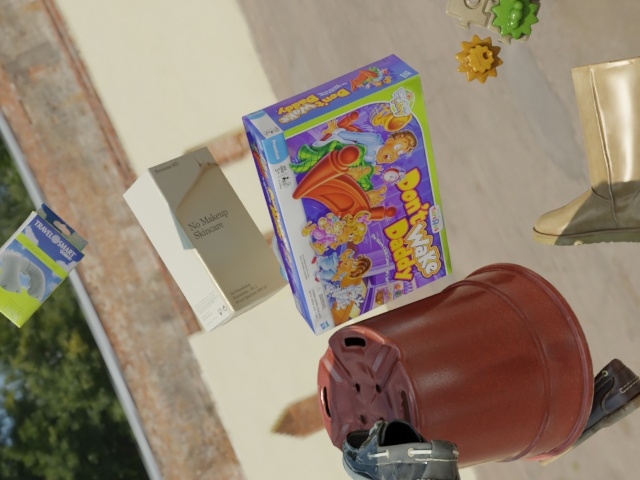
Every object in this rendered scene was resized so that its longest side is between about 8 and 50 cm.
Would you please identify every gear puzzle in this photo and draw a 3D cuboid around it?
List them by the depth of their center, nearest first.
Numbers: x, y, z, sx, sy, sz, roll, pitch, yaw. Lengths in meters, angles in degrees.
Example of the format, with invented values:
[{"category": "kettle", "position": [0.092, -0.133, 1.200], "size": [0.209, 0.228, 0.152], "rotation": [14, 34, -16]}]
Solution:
[{"category": "gear puzzle", "position": [0.312, -0.440, 1.848], "size": [0.044, 0.175, 0.339], "rotation": [-122, 51, -83]}]

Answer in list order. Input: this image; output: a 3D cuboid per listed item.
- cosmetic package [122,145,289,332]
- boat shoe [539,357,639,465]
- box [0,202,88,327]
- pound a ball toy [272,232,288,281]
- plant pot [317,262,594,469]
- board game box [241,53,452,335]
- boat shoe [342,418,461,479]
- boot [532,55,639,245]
[{"category": "cosmetic package", "position": [-0.212, -0.004, 1.982], "size": [0.113, 0.160, 0.310], "rotation": [-37, 84, 47]}, {"category": "boat shoe", "position": [0.348, 0.229, 1.414], "size": [0.073, 0.073, 0.207], "rotation": [51, 129, 11]}, {"category": "box", "position": [-0.469, 0.039, 1.718], "size": [0.109, 0.178, 0.042], "rotation": [45, 167, -22]}, {"category": "pound a ball toy", "position": [0.000, 0.000, 1.921], "size": [0.208, 0.135, 0.319], "rotation": [60, -167, 11]}, {"category": "plant pot", "position": [0.157, 0.183, 1.355], "size": [0.272, 0.265, 0.273], "rotation": [18, 113, 51]}, {"category": "board game box", "position": [0.047, -0.058, 1.489], "size": [0.078, 0.233, 0.347], "rotation": [50, 160, 50]}, {"category": "boat shoe", "position": [0.082, 0.220, 1.093], "size": [0.233, 0.084, 0.079], "rotation": [-178, 85, -73]}, {"category": "boot", "position": [0.416, -0.133, 1.610], "size": [0.089, 0.236, 0.270], "rotation": [-21, -76, -50]}]
